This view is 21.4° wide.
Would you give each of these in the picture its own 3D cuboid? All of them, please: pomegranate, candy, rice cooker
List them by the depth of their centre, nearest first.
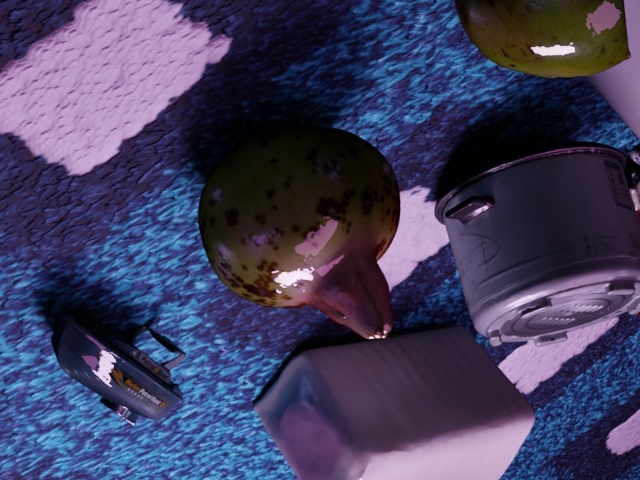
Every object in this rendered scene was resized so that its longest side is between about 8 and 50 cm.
[{"bbox_3d":[0.204,-0.256,1.621,0.159,0.189,0.241,-11,154,6],"label":"pomegranate"},{"bbox_3d":[0.000,0.000,1.721,0.214,0.248,0.214,-32,159,-14],"label":"pomegranate"},{"bbox_3d":[0.267,-0.007,2.039,0.281,0.227,0.241,1,157,-40],"label":"rice cooker"},{"bbox_3d":[0.103,0.239,2.264,0.359,0.208,0.145,-4,139,-45],"label":"candy"}]

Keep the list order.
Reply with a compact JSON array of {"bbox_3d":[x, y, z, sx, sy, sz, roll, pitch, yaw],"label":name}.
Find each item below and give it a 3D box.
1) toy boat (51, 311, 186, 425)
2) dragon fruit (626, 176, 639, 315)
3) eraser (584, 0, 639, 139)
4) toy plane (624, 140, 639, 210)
[{"bbox_3d":[-0.224,0.124,1.836,0.103,0.093,0.246,-55,153,-8],"label":"toy boat"},{"bbox_3d":[0.448,-0.020,2.377,0.329,0.228,0.286,5,93,-21],"label":"dragon fruit"},{"bbox_3d":[0.427,-0.255,1.912,0.331,0.150,0.331,-29,151,-18],"label":"eraser"},{"bbox_3d":[0.436,-0.152,2.157,0.192,0.088,0.262,-53,139,-21],"label":"toy plane"}]
